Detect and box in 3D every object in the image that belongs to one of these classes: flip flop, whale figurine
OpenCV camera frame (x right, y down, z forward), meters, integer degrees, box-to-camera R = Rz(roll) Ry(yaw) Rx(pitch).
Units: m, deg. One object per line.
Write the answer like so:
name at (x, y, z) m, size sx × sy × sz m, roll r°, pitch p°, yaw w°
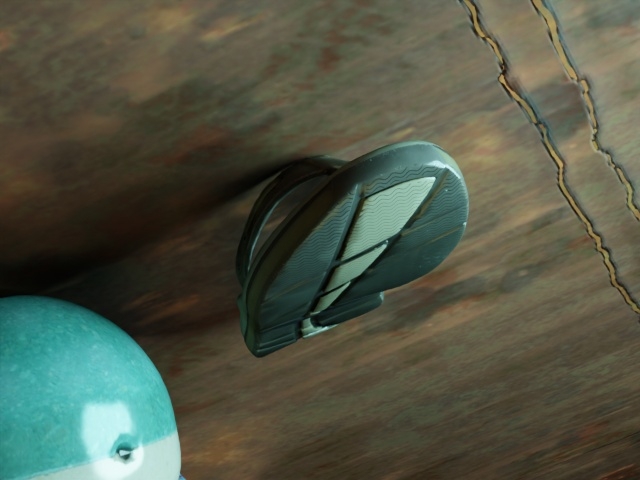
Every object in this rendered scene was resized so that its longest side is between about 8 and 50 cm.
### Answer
flip flop at (0.000, 0.000, 0.720) m, size 0.112 × 0.080 × 0.277 m, roll -17°, pitch 169°, yaw -12°
whale figurine at (-0.209, 0.108, 0.758) m, size 0.272 × 0.141 × 0.216 m, roll -8°, pitch -179°, yaw 38°

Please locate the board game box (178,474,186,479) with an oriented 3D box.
board game box at (-0.216, 0.220, 0.801) m, size 0.308 × 0.086 × 0.302 m, roll -7°, pitch -170°, yaw -21°
